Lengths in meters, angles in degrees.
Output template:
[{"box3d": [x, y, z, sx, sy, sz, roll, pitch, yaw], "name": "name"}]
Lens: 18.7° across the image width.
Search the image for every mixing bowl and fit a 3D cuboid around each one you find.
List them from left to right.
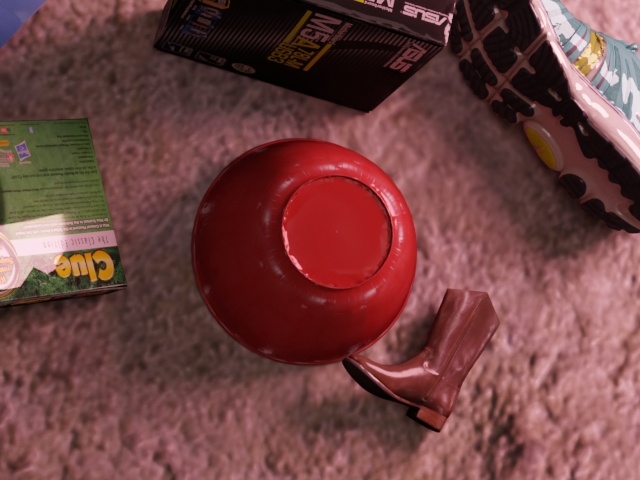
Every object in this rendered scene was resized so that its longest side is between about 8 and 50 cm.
[{"box3d": [0.000, 0.000, 1.472, 0.181, 0.098, 0.181, 3, 79, -14], "name": "mixing bowl"}]

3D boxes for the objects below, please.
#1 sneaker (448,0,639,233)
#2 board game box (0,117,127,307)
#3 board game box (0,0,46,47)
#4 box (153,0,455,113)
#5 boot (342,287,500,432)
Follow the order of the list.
[{"box3d": [0.201, -0.132, 1.564, 0.275, 0.107, 0.110, 53, 53, -7], "name": "sneaker"}, {"box3d": [-0.247, -0.017, 1.369, 0.260, 0.030, 0.136, -5, 78, -52], "name": "board game box"}, {"box3d": [-0.276, -0.200, 1.466, 0.133, 0.033, 0.168, 40, 68, -1], "name": "board game box"}, {"box3d": [-0.016, -0.160, 1.446, 0.184, 0.191, 0.045, 18, 74, -12], "name": "box"}, {"box3d": [0.081, 0.076, 1.509, 0.106, 0.037, 0.114, 36, 76, -27], "name": "boot"}]
